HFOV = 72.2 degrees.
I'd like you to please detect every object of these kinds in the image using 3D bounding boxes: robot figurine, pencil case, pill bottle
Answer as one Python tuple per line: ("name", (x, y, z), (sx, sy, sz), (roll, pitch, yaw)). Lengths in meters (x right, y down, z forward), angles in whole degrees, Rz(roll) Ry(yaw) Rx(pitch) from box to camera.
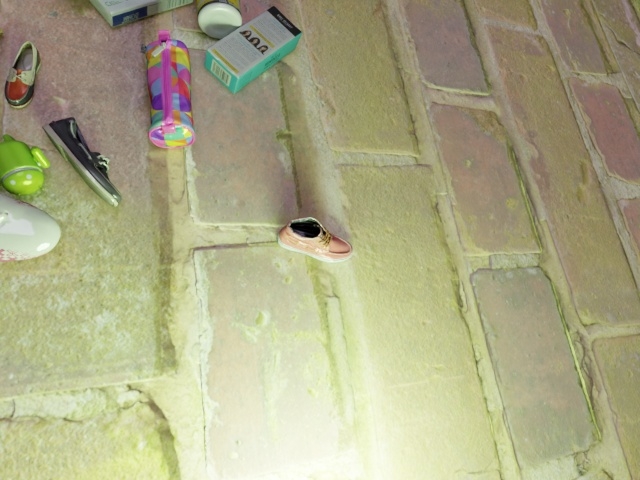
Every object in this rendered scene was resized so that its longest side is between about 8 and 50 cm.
("robot figurine", (-0.544, -0.131, 0.786), (0.101, 0.067, 0.115), (-28, 83, -18))
("pencil case", (-0.320, -0.314, 0.928), (0.104, 0.104, 0.236), (-4, 73, -23))
("pill bottle", (-0.248, -0.592, 1.057), (0.103, 0.103, 0.184), (-2, 71, -22))

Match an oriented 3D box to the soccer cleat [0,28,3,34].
("soccer cleat", (-0.691, -0.451, 0.853), (0.121, 0.093, 0.289), (11, 58, -51))

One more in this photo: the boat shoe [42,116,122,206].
("boat shoe", (-0.437, -0.154, 0.834), (0.065, 0.075, 0.206), (-40, 84, -26))

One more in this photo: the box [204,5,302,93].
("box", (-0.161, -0.468, 1.070), (0.100, 0.060, 0.244), (43, 61, -2))

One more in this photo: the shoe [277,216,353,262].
("shoe", (0.000, 0.000, 0.946), (0.178, 0.081, 0.063), (14, 66, -17))

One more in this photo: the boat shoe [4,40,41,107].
("boat shoe", (-0.583, -0.325, 0.858), (0.049, 0.043, 0.137), (12, 68, -19))

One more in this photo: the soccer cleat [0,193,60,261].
("soccer cleat", (-0.600, -0.051, 0.690), (0.331, 0.143, 0.116), (16, 66, -16))

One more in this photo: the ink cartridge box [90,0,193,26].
("ink cartridge box", (-0.452, -0.620, 1.020), (0.223, 0.045, 0.224), (-37, 86, -29))
